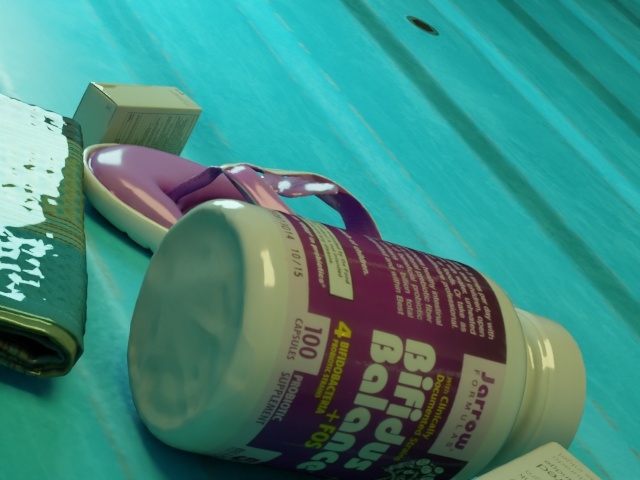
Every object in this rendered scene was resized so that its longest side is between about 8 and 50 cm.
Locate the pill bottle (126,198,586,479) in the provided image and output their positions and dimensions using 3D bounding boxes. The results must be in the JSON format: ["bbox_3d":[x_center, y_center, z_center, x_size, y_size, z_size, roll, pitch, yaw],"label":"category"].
[{"bbox_3d":[0.034,0.084,1.155,0.302,0.169,0.169,15,26,-32],"label":"pill bottle"}]

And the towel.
[{"bbox_3d":[-0.295,-0.043,1.183,0.271,0.040,0.370,20,22,-17],"label":"towel"}]

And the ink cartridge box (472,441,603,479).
[{"bbox_3d":[0.125,0.254,0.946,0.223,0.129,0.307,40,23,21],"label":"ink cartridge box"}]

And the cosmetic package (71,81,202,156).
[{"bbox_3d":[-0.164,-0.104,1.470,0.041,0.060,0.115,40,22,27],"label":"cosmetic package"}]

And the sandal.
[{"bbox_3d":[0.000,-0.006,1.400,0.416,0.102,0.169,25,20,-9],"label":"sandal"}]
